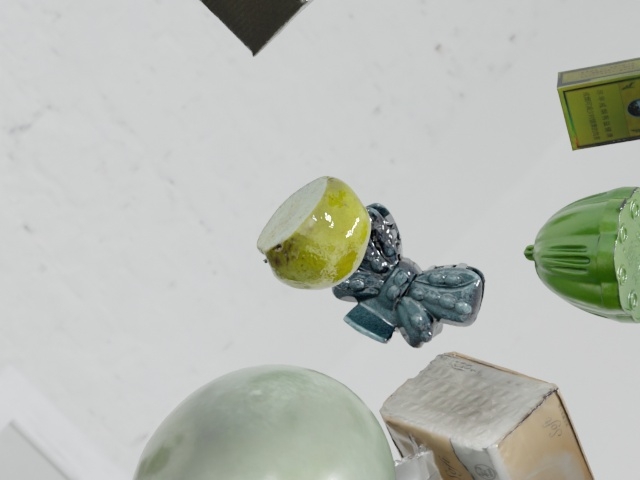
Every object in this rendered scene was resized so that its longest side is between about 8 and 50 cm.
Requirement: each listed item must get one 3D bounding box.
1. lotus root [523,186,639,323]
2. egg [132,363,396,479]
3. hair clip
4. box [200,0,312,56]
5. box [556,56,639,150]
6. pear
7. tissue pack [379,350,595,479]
[{"bbox_3d":[0.350,0.017,1.645,0.186,0.186,0.186,42,-11,10],"label":"lotus root"},{"bbox_3d":[-0.055,0.260,1.265,0.258,0.258,0.352,44,22,2],"label":"egg"},{"bbox_3d":[0.146,0.081,2.291,0.310,0.206,0.194,34,10,8],"label":"hair clip"},{"bbox_3d":[-0.049,-0.455,2.015,0.143,0.273,0.184,45,-37,-8],"label":"box"},{"bbox_3d":[0.539,-0.245,2.166,0.064,0.220,0.141,-75,150,-51],"label":"box"},{"bbox_3d":[0.000,0.000,1.452,0.104,0.141,0.141,48,-11,-18],"label":"pear"},{"bbox_3d":[0.207,0.331,1.539,0.238,0.238,0.305,27,-32,57],"label":"tissue pack"}]
